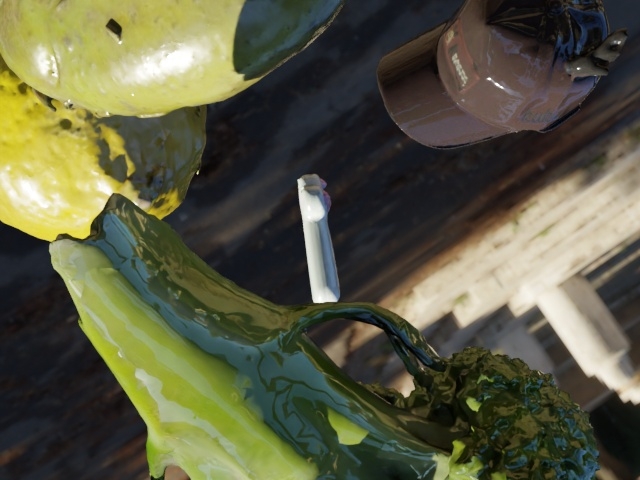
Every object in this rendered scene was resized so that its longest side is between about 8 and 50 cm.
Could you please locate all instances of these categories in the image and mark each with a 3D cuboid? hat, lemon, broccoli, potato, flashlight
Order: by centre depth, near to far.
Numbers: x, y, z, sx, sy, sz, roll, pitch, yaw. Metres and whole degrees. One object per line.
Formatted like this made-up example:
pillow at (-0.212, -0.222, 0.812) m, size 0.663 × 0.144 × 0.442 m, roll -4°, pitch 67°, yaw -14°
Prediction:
potato at (-0.076, -0.144, 0.630) m, size 0.251 × 0.149 × 0.113 m, roll -11°, pitch 151°, yaw 24°
broccoli at (-0.021, 0.131, 0.631) m, size 0.254 × 0.302 × 0.186 m, roll -62°, pitch 179°, yaw 19°
lemon at (-0.237, -0.123, 1.090) m, size 0.253 × 0.310 × 0.253 m, roll -19°, pitch 131°, yaw -24°
hat at (0.239, -0.266, 1.473) m, size 0.336 × 0.238 × 0.209 m, roll -19°, pitch 161°, yaw -5°
flashlight at (0.000, 0.000, 1.686) m, size 0.047 × 0.200 × 0.093 m, roll -8°, pitch 179°, yaw -4°
